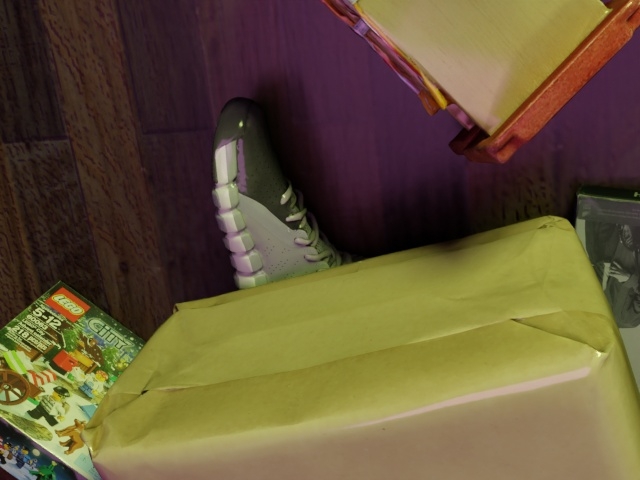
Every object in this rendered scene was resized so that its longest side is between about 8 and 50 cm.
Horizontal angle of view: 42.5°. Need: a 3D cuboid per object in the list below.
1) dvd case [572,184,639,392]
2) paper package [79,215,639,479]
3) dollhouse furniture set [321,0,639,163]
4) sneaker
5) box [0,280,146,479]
[{"bbox_3d":[0.261,0.087,0.581,0.179,0.029,0.239,9,114,23],"label":"dvd case"},{"bbox_3d":[0.068,0.180,0.548,0.309,0.168,0.325,-15,115,20],"label":"paper package"},{"bbox_3d":[0.148,-0.238,0.455,0.201,0.152,0.374,44,97,-6],"label":"dollhouse furniture set"},{"bbox_3d":[0.000,0.000,0.608,0.132,0.086,0.229,-1,121,9],"label":"sneaker"},{"bbox_3d":[-0.162,0.147,0.655,0.233,0.159,0.044,36,117,-3],"label":"box"}]
